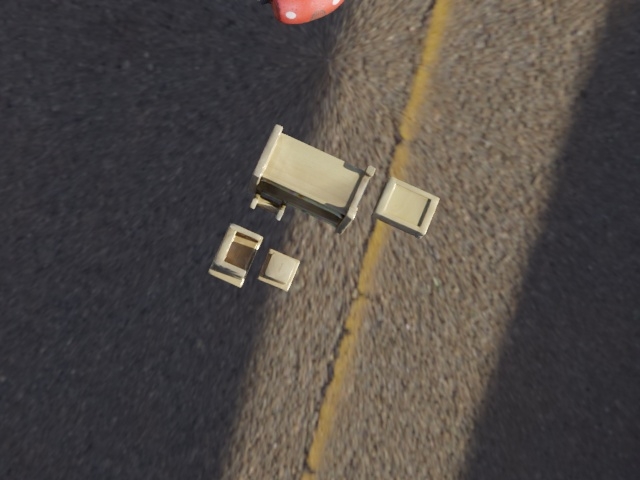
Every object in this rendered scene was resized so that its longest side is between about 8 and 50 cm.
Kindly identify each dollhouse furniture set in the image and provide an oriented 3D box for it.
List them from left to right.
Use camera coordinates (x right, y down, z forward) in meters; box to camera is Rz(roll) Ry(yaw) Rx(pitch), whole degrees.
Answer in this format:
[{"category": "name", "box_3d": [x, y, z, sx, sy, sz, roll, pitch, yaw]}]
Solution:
[{"category": "dollhouse furniture set", "box_3d": [0.000, 0.000, 1.256, 0.181, 0.101, 0.161, 25, 78, -2]}]

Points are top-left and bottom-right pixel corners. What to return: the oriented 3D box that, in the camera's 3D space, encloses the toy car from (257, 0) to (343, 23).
[{"category": "toy car", "box_3d": [-0.077, -0.270, 0.766, 0.224, 0.053, 0.239, 9, 83, -7]}]
